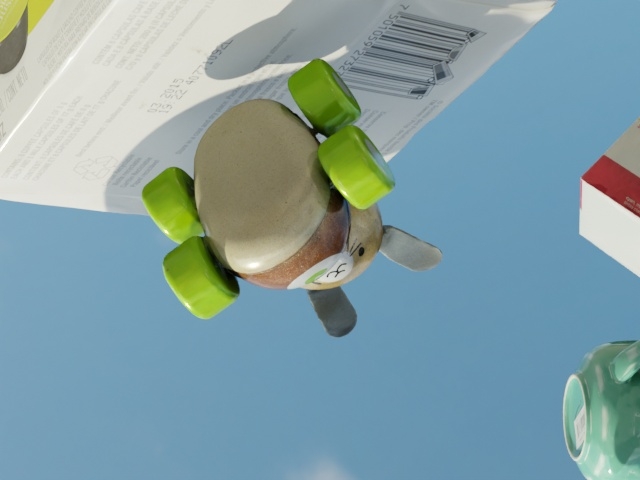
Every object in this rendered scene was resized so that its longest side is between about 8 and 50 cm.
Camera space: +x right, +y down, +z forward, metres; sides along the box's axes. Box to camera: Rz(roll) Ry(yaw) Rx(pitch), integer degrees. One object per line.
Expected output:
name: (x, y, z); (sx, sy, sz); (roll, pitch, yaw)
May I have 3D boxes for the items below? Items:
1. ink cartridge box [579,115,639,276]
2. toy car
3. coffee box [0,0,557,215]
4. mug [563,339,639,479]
ink cartridge box: (0.377, -0.060, 1.577); (0.127, 0.128, 0.176); (38, -106, 26)
toy car: (0.000, 0.000, 1.027); (0.155, 0.188, 0.149); (-35, -138, 12)
coffee box: (-0.090, -0.242, 1.154); (0.337, 0.338, 0.334); (-41, -124, 40)
mug: (0.261, 0.136, 1.257); (0.097, 0.157, 0.129); (0, -166, -5)
